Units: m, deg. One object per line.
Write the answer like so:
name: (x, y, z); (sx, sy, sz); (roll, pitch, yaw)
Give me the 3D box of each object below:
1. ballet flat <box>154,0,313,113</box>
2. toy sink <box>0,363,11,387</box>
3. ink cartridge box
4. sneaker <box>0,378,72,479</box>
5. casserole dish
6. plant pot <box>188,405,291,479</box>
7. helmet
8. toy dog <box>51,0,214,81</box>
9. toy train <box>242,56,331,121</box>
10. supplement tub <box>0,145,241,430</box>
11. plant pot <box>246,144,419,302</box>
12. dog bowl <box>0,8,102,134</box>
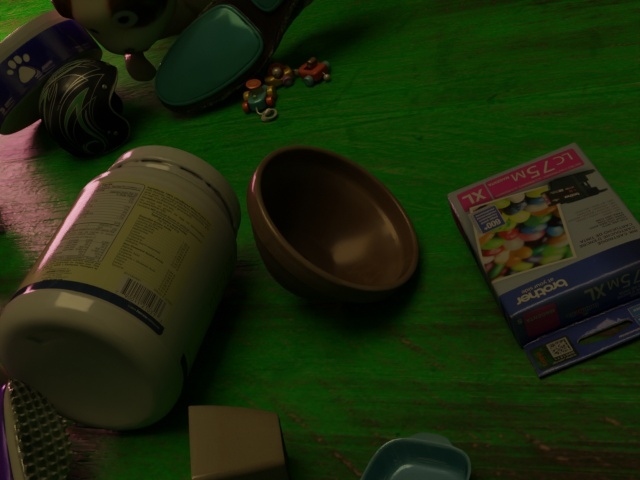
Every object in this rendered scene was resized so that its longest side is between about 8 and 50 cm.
ballet flat: (-0.103, -0.412, 1.774); (0.483, 0.164, 0.182); (-47, -14, 22)
toy sink: (-0.492, 0.238, 1.245); (0.234, 0.153, 0.131); (1, 44, 30)
ink cartridge box: (0.283, 0.010, 1.162); (0.185, 0.065, 0.311); (-22, 38, 4)
sneaker: (-0.357, 0.299, 1.091); (0.146, 0.102, 0.293); (-29, 55, 11)
casserole dish: (0.083, 0.276, 0.966); (0.114, 0.037, 0.188); (4, 46, 33)
plant pot: (-0.083, 0.243, 1.051); (0.096, 0.109, 0.109); (-11, 37, -2)
helmet: (-0.437, -0.251, 1.806); (0.169, 0.161, 0.169); (-15, 37, 12)
toy dog: (-0.329, -0.505, 1.867); (0.284, 0.395, 0.408); (0, 30, 17)
toy train: (-0.067, -0.282, 1.731); (0.166, 0.046, 0.125); (-42, 39, -22)
supplement tub: (-0.244, 0.053, 1.260); (0.235, 0.235, 0.325); (-6, 40, 24)
plant pot: (0.000, 0.000, 1.252); (0.110, 0.237, 0.237); (-53, 18, 38)
dog bowl: (-0.560, -0.329, 1.913); (0.265, 0.104, 0.265); (-40, 4, 3)
